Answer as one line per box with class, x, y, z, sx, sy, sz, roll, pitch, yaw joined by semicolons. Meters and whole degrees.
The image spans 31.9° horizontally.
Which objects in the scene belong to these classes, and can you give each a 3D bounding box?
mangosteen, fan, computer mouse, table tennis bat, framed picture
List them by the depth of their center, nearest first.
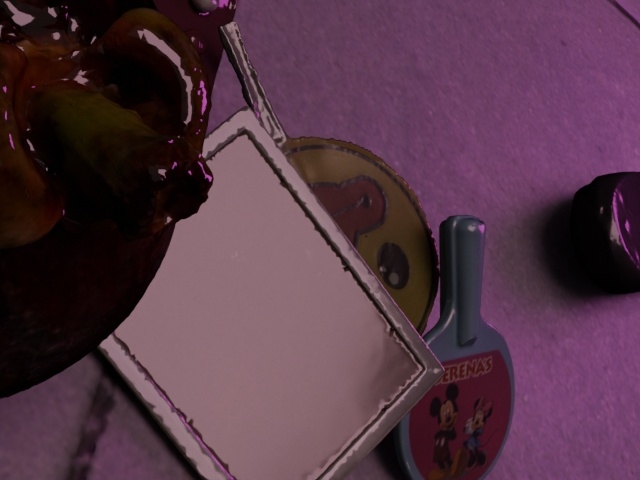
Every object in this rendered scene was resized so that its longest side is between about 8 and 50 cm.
mangosteen;-0.207;-0.055;0.606;0.297;0.293;0.297;0;90;-10
framed picture;-0.049;0.064;0.839;0.217;0.017;0.274;-40;99;-26
fan;-0.014;-0.016;0.897;0.229;0.011;0.335;-27;98;-31
table tennis bat;0.116;0.100;0.954;0.153;0.040;0.244;-3;97;-44
computer mouse;0.341;-0.008;1.253;0.269;0.086;0.138;-6;81;-54

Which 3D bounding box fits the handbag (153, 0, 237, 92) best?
handbag;-0.160;-0.188;0.852;0.216;0.074;0.203;47;39;-35
